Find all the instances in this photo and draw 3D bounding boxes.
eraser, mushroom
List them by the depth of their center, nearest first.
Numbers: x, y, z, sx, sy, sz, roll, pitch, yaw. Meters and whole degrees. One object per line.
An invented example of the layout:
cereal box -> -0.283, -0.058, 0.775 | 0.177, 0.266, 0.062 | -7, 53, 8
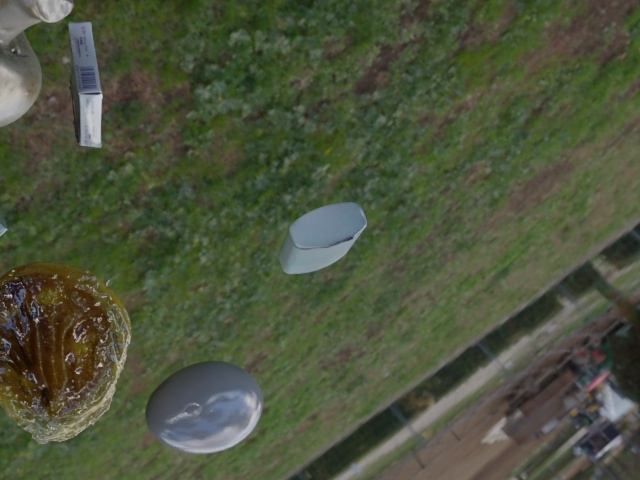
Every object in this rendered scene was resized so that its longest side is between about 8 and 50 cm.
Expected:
mushroom -> -0.492, -0.315, 1.183 | 0.290, 0.297, 0.297 | -29, 158, 9
eraser -> 0.000, 0.000, 2.082 | 0.189, 0.104, 0.290 | -23, 170, -13

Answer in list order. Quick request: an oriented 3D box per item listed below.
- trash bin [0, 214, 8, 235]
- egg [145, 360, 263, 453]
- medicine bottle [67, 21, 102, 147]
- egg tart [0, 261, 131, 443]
trash bin -> -0.728, -0.008, 1.748 | 0.130, 0.116, 0.059 | -45, 122, -7
egg -> -0.225, 0.323, 1.603 | 0.232, 0.176, 0.176 | -9, 142, -34
medicine bottle -> -0.466, -0.303, 1.638 | 0.052, 0.171, 0.201 | -7, 158, -18
egg tart -> -0.552, 0.214, 1.744 | 0.339, 0.352, 0.153 | -52, 177, -7
